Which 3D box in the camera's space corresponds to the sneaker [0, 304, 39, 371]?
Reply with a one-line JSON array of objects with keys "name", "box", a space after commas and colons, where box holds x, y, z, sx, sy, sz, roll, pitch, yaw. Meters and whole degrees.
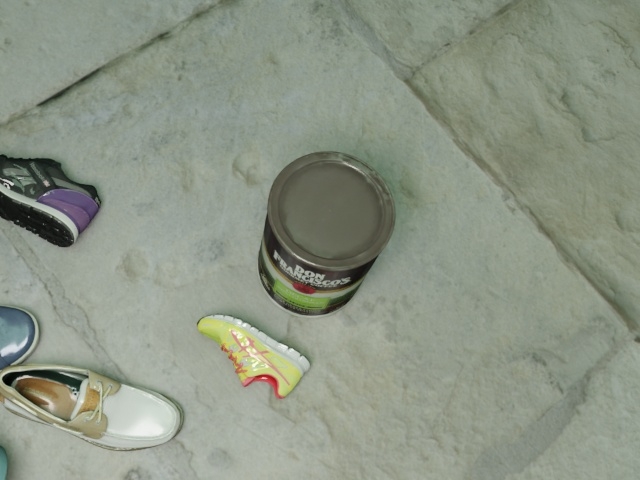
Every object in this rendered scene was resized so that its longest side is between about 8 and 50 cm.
[{"name": "sneaker", "box": [-0.635, 0.161, 1.259, 0.350, 0.148, 0.131, -8, 70, -13]}]

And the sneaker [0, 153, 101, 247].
[{"name": "sneaker", "box": [-0.531, -0.102, 1.423, 0.283, 0.107, 0.124, 30, 52, 0]}]

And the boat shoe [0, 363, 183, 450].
[{"name": "boat shoe", "box": [-0.374, 0.268, 1.282, 0.302, 0.103, 0.113, 11, 68, -4]}]

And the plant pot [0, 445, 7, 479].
[{"name": "plant pot", "box": [-0.603, 0.332, 1.120, 0.255, 0.272, 0.271, 37, 63, -31]}]

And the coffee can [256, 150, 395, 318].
[{"name": "coffee can", "box": [0.000, 0.000, 1.354, 0.202, 0.275, 0.201, 3, 68, -7]}]

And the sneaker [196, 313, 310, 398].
[{"name": "sneaker", "box": [-0.126, 0.199, 1.362, 0.209, 0.081, 0.094, 28, 69, 2]}]
